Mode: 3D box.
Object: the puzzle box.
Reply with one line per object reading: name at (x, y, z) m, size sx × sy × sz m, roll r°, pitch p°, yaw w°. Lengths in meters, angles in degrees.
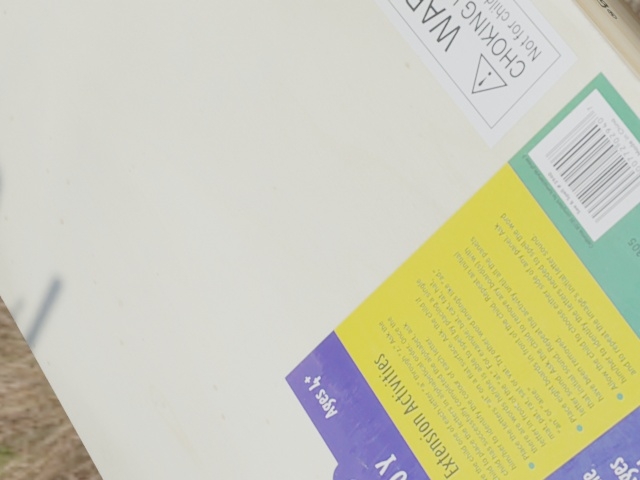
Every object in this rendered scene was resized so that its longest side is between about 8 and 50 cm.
puzzle box at (0.000, 0.000, 0.483) m, size 0.272 × 0.052 × 0.409 m, roll -46°, pitch 67°, yaw 30°
